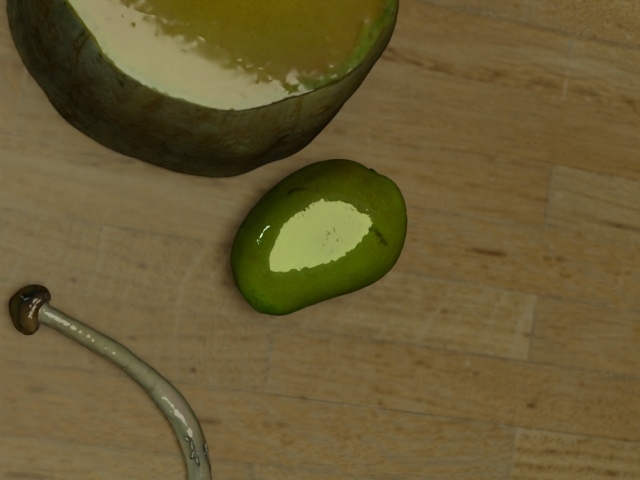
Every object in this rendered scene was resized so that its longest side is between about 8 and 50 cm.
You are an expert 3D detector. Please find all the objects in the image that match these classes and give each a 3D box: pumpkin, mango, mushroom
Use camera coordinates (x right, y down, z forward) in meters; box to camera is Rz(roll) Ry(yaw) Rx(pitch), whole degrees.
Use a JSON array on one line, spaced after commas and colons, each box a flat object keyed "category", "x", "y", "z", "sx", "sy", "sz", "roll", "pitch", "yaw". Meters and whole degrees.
[{"category": "pumpkin", "x": -0.078, "y": -0.217, "z": 1.174, "sx": 0.332, "sy": 0.199, "sz": 0.333, "roll": 0, "pitch": 90, "yaw": -21}, {"category": "mango", "x": -0.001, "y": -0.007, "z": 1.249, "sx": 0.163, "sy": 0.089, "sz": 0.117, "roll": -19, "pitch": 96, "yaw": -16}, {"category": "mushroom", "x": -0.150, "y": 0.151, "z": 1.231, "sx": 0.068, "sy": 0.043, "sz": 0.306, "roll": -39, "pitch": 103, "yaw": 4}]
